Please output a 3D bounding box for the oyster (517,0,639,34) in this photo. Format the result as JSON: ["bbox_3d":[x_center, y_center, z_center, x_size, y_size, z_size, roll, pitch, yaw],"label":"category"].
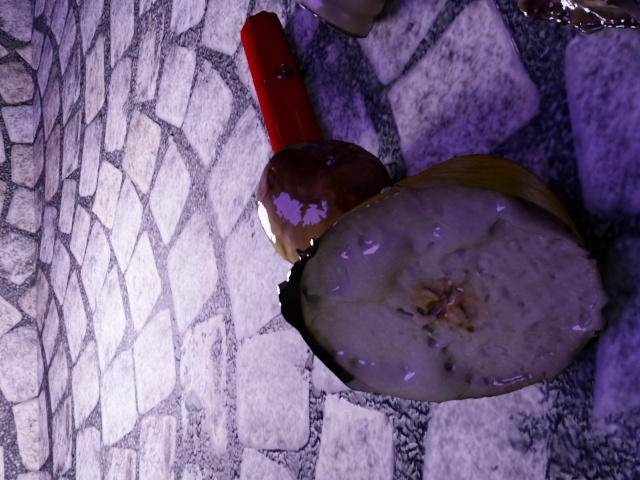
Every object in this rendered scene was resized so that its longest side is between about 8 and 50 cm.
[{"bbox_3d":[0.224,-0.256,0.582,0.221,0.096,0.361,-66,34,36],"label":"oyster"}]

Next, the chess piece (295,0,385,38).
[{"bbox_3d":[0.077,-0.396,0.817,0.307,0.124,0.138,-57,9,29],"label":"chess piece"}]

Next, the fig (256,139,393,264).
[{"bbox_3d":[-0.006,-0.002,0.837,0.160,0.143,0.230,27,110,22],"label":"fig"}]

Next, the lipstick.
[{"bbox_3d":[-0.054,-0.205,1.012,0.073,0.073,0.279,-51,46,40],"label":"lipstick"}]

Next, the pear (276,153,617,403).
[{"bbox_3d":[0.110,0.015,0.649,0.267,0.267,0.178,-55,11,37],"label":"pear"}]
